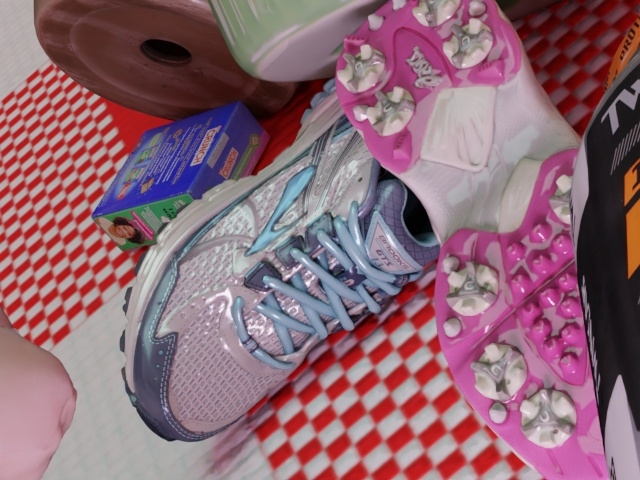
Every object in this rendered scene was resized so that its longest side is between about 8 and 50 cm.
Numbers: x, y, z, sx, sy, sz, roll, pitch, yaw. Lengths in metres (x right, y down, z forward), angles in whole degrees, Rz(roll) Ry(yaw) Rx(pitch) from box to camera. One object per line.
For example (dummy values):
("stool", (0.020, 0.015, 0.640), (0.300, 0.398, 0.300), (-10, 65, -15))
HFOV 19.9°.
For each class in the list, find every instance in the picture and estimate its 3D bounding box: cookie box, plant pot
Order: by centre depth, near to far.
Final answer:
("cookie box", (-0.099, -0.045, 1.293), (0.107, 0.040, 0.092), (-13, 39, 44))
("plant pot", (-0.082, -0.250, 1.323), (0.323, 0.323, 0.280), (-12, 56, 44))

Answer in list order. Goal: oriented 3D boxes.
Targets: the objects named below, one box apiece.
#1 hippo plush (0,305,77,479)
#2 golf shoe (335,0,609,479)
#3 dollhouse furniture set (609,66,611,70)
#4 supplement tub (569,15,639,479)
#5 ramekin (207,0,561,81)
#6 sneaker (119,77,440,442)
("hippo plush", (-0.198, 0.192, 0.882), (0.294, 0.236, 0.234), (-31, 29, 8))
("golf shoe", (0.111, 0.003, 0.893), (0.115, 0.140, 0.306), (-31, 52, 15))
("dollhouse furniture set", (0.205, -0.060, 0.958), (0.114, 0.091, 0.081), (-35, -23, -36))
("supplement tub", (0.191, 0.032, 0.648), (0.193, 0.193, 0.316), (-31, 30, 21))
("ramekin", (0.058, -0.205, 1.068), (0.303, 0.148, 0.303), (-18, -5, -2))
("sneaker", (0.000, 0.000, 1.034), (0.283, 0.110, 0.122), (-51, 32, -16))
